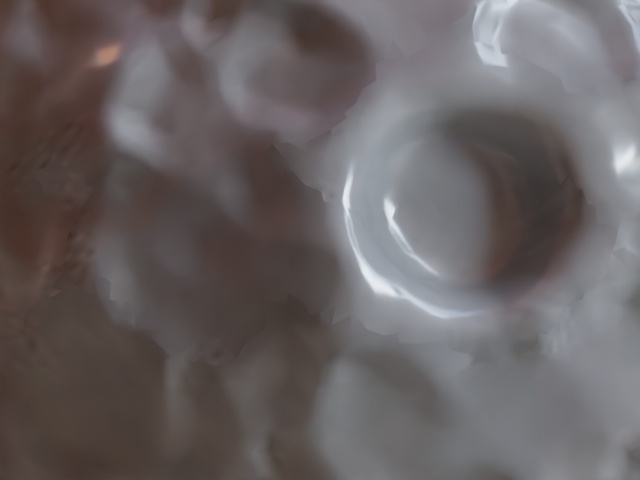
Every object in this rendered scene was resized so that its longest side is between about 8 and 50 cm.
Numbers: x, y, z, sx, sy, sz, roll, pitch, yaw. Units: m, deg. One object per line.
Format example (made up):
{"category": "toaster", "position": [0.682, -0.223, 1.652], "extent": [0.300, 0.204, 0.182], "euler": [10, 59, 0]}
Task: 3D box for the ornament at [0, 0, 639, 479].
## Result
{"category": "ornament", "position": [0.000, 0.000, 0.568], "extent": [0.337, 0.337, 0.337], "euler": [30, -6, 4]}
